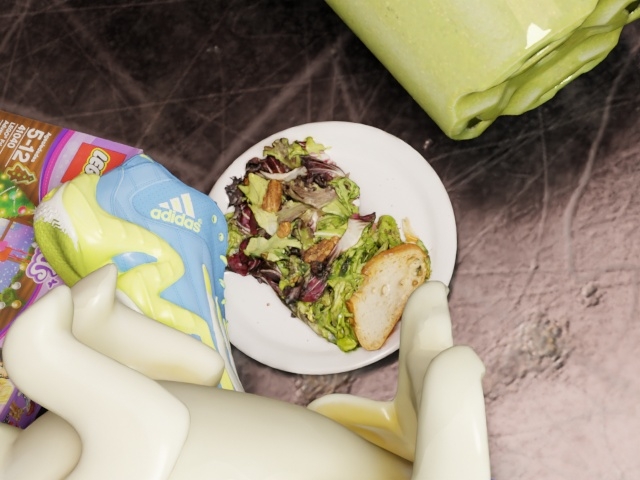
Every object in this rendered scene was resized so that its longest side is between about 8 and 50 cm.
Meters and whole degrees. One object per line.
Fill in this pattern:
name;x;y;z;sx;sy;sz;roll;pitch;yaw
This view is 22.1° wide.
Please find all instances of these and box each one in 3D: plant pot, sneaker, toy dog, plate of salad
plant pot;0.099;-0.223;1.175;0.276;0.276;0.254;-34;79;-2
sneaker;-0.091;0.040;1.168;0.126;0.091;0.240;-41;103;-29
toy dog;-0.108;0.201;1.010;0.408;0.284;0.395;-2;108;1
plate of salad;0.000;0.000;1.209;0.199;0.048;0.200;-4;70;10

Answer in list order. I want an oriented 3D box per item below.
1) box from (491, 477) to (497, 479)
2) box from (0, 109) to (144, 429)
box;0.026;0.243;1.123;0.136;0.036;0.225;20;74;17
box;-0.274;0.037;1.214;0.201;0.057;0.293;16;64;18
